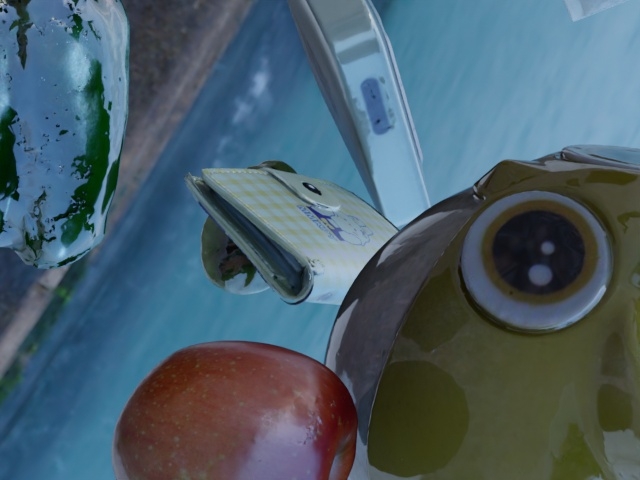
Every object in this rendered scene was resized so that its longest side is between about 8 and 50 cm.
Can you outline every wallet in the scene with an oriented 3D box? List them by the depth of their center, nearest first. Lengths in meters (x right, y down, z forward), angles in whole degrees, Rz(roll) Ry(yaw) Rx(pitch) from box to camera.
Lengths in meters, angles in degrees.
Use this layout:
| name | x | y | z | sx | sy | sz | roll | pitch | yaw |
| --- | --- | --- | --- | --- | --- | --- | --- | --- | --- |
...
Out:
| name | x | y | z | sx | sy | sz | roll | pitch | yaw |
| --- | --- | --- | --- | --- | --- | --- | --- | --- | --- |
| wallet | 0.000 | 0.000 | 1.442 | 0.077 | 0.223 | 0.310 | -51 | 152 | 17 |

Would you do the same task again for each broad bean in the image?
| name | x | y | z | sx | sy | sz | roll | pitch | yaw |
| --- | --- | --- | --- | --- | --- | --- | --- | --- | --- |
| broad bean | -0.087 | -0.015 | 1.766 | 0.072 | 0.153 | 0.206 | -41 | 159 | -57 |

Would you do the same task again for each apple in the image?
| name | x | y | z | sx | sy | sz | roll | pitch | yaw |
| --- | --- | --- | --- | --- | --- | --- | --- | --- | --- |
| apple | -0.062 | 0.162 | 0.986 | 0.181 | 0.169 | 0.181 | -53 | 155 | -39 |

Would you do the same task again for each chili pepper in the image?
| name | x | y | z | sx | sy | sz | roll | pitch | yaw |
| --- | --- | --- | --- | --- | --- | --- | --- | --- | --- |
| chili pepper | -0.268 | -0.111 | 1.039 | 0.248 | 0.233 | 0.256 | -89 | 178 | -68 |

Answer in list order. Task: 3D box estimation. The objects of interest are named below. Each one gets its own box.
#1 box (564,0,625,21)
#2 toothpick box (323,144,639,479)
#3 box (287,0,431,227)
| name | x | y | z | sx | sy | sz | roll | pitch | yaw |
| --- | --- | --- | --- | --- | --- | --- | --- | --- | --- |
| box | 0.239 | -0.222 | 1.045 | 0.054 | 0.083 | 0.024 | 63 | 26 | -17 |
| toothpick box | 0.232 | 0.117 | 1.081 | 0.409 | 0.409 | 0.425 | -46 | -166 | -33 |
| box | 0.034 | -0.247 | 1.669 | 0.091 | 0.373 | 0.367 | -21 | 138 | -1 |
